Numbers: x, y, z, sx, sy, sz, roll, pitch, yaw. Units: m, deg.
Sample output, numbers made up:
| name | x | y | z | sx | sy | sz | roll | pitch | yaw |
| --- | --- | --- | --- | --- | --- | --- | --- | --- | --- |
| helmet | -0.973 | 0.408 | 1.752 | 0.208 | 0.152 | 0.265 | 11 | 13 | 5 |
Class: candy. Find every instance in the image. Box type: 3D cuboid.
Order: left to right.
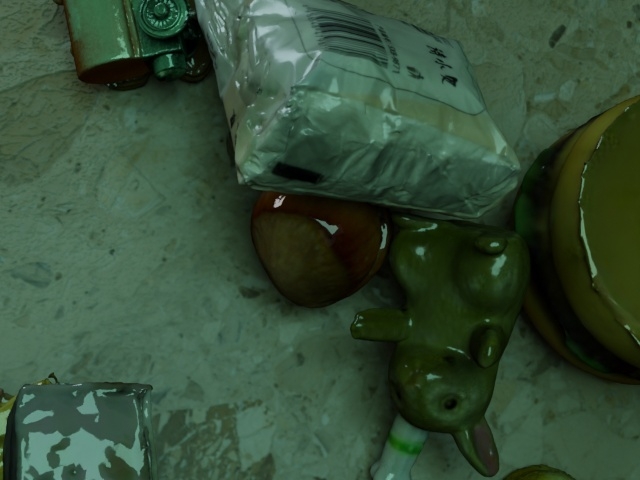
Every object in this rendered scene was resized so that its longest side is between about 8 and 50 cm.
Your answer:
| name | x | y | z | sx | sy | sz | roll | pitch | yaw |
| --- | --- | --- | --- | --- | --- | --- | --- | --- | --- |
| candy | -0.223 | 0.232 | 1.020 | 0.137 | 0.195 | 0.184 | -2 | 72 | -18 |

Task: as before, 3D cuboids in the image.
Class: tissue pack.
| name | x | y | z | sx | sy | sz | roll | pitch | yaw |
| --- | --- | --- | --- | --- | --- | --- | --- | --- | --- |
| tissue pack | 0.043 | -0.195 | 1.342 | 0.390 | 0.195 | 0.375 | 12 | 37 | -22 |

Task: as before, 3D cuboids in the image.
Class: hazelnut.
| name | x | y | z | sx | sy | sz | roll | pitch | yaw |
| --- | --- | --- | --- | --- | --- | --- | --- | --- | --- |
| hazelnut | 0.000 | 0.000 | 1.383 | 0.182 | 0.182 | 0.182 | 3 | 76 | -12 |

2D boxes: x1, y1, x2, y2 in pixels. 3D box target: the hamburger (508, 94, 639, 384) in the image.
| name | x | y | z | sx | sy | sz | roll | pitch | yaw |
| --- | --- | --- | --- | --- | --- | --- | --- | --- | --- |
| hamburger | 0.434 | -0.009 | 1.414 | 0.396 | 0.277 | 0.395 | 2 | 81 | -12 |

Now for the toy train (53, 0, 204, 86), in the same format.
| name | x | y | z | sx | sy | sz | roll | pitch | yaw |
| --- | --- | --- | --- | --- | --- | --- | --- | --- | --- |
| toy train | -0.259 | -0.332 | 1.396 | 0.177 | 0.116 | 0.285 | -13 | 82 | 1 |

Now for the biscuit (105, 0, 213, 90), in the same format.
| name | x | y | z | sx | sy | sz | roll | pitch | yaw |
| --- | --- | --- | --- | --- | --- | --- | --- | --- | --- |
| biscuit | -0.214 | -0.327 | 1.475 | 0.208 | 0.041 | 0.290 | 27 | 72 | -4 |

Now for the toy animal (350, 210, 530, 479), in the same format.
| name | x | y | z | sx | sy | sz | roll | pitch | yaw |
| --- | --- | --- | --- | --- | --- | --- | --- | --- | --- |
| toy animal | 0.148 | 0.142 | 1.319 | 0.181 | 0.180 | 0.363 | 10 | 83 | 32 |

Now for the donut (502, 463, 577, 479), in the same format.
| name | x | y | z | sx | sy | sz | roll | pitch | yaw |
| --- | --- | --- | --- | --- | --- | --- | --- | --- | --- |
| donut | 0.296 | 0.378 | 1.399 | 0.162 | 0.065 | 0.178 | -8 | 79 | -14 |

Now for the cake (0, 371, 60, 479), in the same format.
| name | x | y | z | sx | sy | sz | roll | pitch | yaw |
| --- | --- | --- | --- | --- | --- | --- | --- | --- | --- |
| cake | -0.343 | 0.270 | 1.198 | 0.222 | 0.227 | 0.286 | -30 | 84 | -17 |
